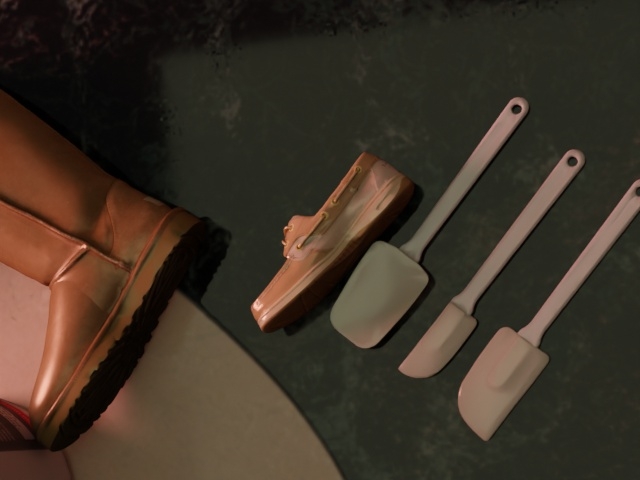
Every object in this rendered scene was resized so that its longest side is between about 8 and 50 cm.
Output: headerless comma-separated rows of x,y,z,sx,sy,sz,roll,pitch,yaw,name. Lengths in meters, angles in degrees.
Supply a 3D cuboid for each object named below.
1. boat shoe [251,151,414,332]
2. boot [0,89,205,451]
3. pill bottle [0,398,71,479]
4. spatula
0.000,0.000,1.304,0.059,0.063,0.170,43,85,16,boat shoe
-0.259,0.013,1.352,0.269,0.089,0.236,29,81,14,boot
-0.325,0.202,1.224,0.176,0.318,0.176,-2,83,14,pill bottle
0.137,0.014,1.290,0.168,0.019,0.242,37,94,14,spatula
